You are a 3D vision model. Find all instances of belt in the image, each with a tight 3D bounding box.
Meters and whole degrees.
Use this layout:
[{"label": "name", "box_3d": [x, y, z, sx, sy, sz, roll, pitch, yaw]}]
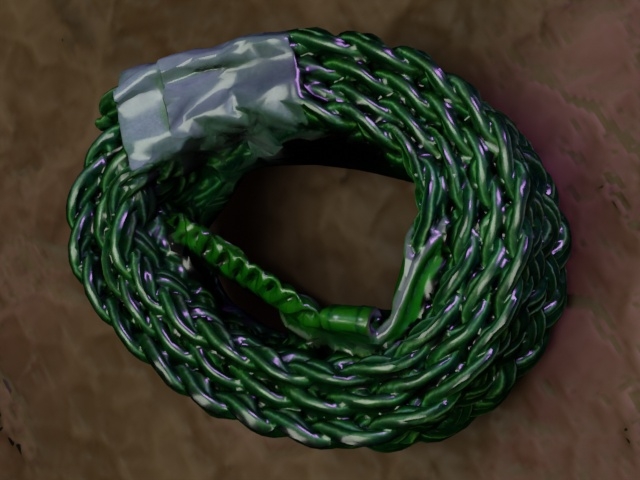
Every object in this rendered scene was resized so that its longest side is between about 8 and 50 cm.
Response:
[{"label": "belt", "box_3d": [0.000, 0.000, 0.528, 0.151, 0.079, 0.121, 14, 88, 19]}]
